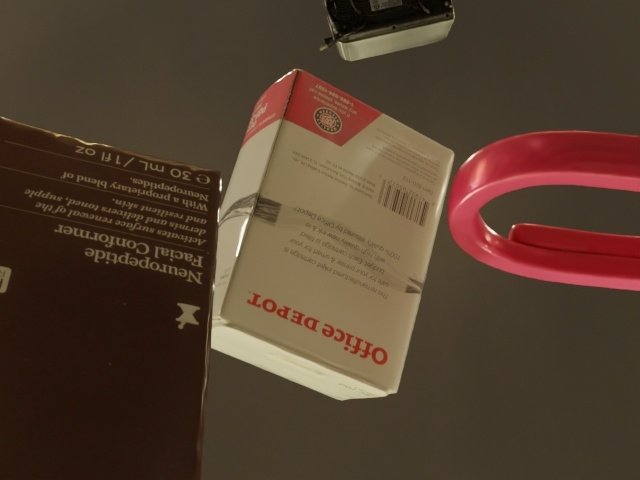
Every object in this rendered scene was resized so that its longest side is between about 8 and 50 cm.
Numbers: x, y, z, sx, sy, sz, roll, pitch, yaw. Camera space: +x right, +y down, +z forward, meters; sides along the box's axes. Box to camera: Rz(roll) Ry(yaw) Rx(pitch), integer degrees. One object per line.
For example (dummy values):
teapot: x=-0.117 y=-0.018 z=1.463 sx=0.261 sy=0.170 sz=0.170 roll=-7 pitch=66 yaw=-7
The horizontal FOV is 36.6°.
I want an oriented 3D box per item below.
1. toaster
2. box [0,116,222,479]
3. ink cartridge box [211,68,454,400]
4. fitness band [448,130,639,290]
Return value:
toaster: x=0.076 y=-0.337 z=1.284 sx=0.186 sy=0.110 sz=0.168 roll=-13 pitch=-98 yaw=3
box: x=-0.183 y=0.099 z=0.671 sx=0.191 sy=0.143 sz=0.381 roll=13 pitch=-134 yaw=-16
ink cartridge box: x=0.000 y=0.000 z=1.004 sx=0.207 sy=0.117 sz=0.283 roll=26 pitch=-114 yaw=-22
fitness band: x=0.262 y=-0.021 z=0.876 sx=0.291 sy=0.209 sz=0.054 roll=6 pitch=-115 yaw=4
